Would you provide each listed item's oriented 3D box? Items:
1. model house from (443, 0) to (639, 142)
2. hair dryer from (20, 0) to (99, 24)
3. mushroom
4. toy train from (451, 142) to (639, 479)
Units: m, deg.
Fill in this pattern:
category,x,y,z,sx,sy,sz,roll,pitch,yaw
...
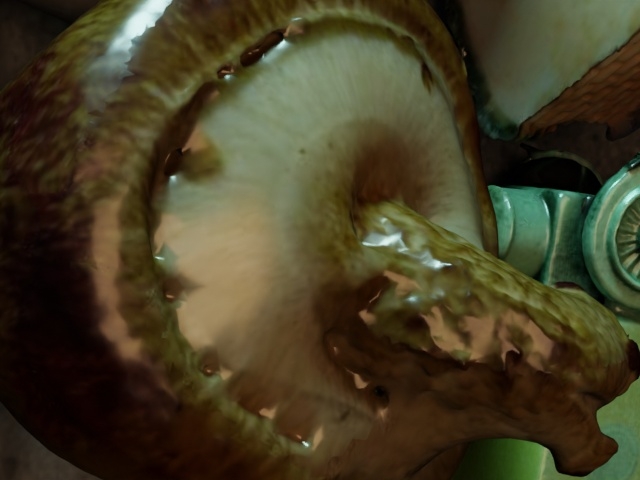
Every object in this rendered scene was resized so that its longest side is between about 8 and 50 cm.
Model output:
category,x,y,z,sx,sy,sz,roll,pitch,yaw
model house,0.189,-0.170,0.869,0.172,0.166,0.182,-2,64,-37
hair dryer,-0.154,-0.304,0.755,0.189,0.107,0.344,23,71,-22
mushroom,0.000,0.000,0.703,0.345,0.260,0.345,3,86,-48
toy train,0.259,0.074,0.905,0.397,0.160,0.253,7,93,-25
